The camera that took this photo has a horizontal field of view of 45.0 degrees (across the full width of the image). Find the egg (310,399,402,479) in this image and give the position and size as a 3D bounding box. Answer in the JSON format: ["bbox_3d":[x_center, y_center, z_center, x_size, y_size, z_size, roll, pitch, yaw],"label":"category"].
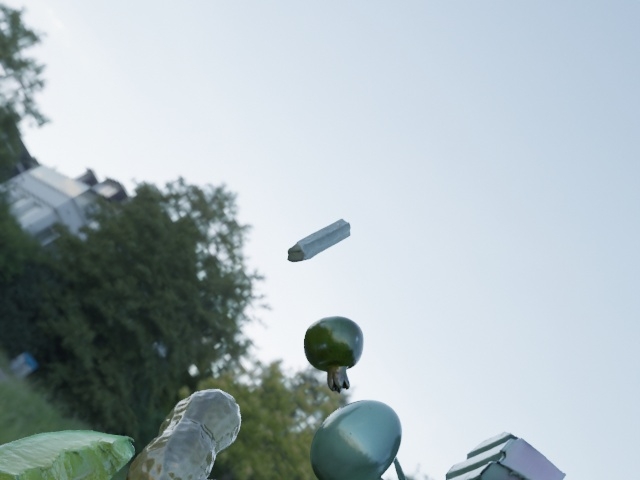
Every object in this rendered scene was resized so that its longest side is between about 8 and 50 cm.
[{"bbox_3d":[0.079,0.438,1.662,0.168,0.231,0.168,34,-38,32],"label":"egg"}]

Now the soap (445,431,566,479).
[{"bbox_3d":[0.417,0.617,1.913,0.156,0.261,0.446,44,-24,11],"label":"soap"}]

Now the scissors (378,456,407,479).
[{"bbox_3d":[0.201,0.594,1.739,0.248,0.144,0.017,54,13,12],"label":"scissors"}]

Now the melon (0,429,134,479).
[{"bbox_3d":[-0.455,0.422,1.329,0.124,0.323,0.196,-7,-88,21],"label":"melon"}]

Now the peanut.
[{"bbox_3d":[-0.239,0.362,1.346,0.136,0.298,0.120,-26,-81,23],"label":"peanut"}]

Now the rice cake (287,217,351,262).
[{"bbox_3d":[0.000,0.000,1.877,0.057,0.256,0.052,-24,-87,33],"label":"rice cake"}]

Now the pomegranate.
[{"bbox_3d":[0.037,0.305,2.150,0.210,0.179,0.179,-89,165,-56],"label":"pomegranate"}]
